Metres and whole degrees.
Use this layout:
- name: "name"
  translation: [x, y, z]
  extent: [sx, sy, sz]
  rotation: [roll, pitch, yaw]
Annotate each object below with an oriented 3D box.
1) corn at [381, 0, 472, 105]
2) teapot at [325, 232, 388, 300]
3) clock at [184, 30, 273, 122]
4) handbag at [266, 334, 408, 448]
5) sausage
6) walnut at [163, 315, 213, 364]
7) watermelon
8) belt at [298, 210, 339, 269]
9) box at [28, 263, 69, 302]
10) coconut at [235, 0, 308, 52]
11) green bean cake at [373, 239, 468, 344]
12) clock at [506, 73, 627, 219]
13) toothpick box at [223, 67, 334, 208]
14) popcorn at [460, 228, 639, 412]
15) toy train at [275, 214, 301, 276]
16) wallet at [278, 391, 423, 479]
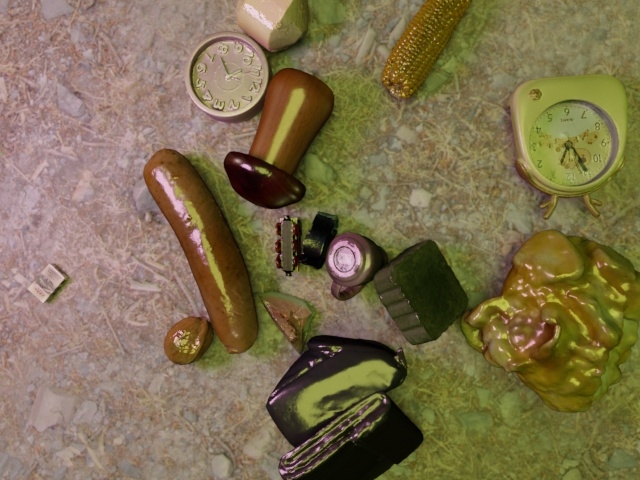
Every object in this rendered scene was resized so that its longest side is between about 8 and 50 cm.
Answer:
- name: "corn"
  translation: [0.233, -0.451, 1.192]
  extent: [0.101, 0.101, 0.310]
  rotation: [31, 94, 4]
- name: "teapot"
  translation: [0.089, 0.060, 1.178]
  extent: [0.116, 0.146, 0.148]
  rotation: [-1, 85, 33]
- name: "clock"
  translation: [-0.211, -0.377, 1.241]
  extent: [0.196, 0.068, 0.197]
  rotation: [0, 90, 4]
- name: "handbag"
  translation: [0.036, 0.272, 1.111]
  extent: [0.275, 0.302, 0.178]
  rotation: [-41, 80, 1]
- name: "sausage"
  translation: [-0.257, 0.017, 1.216]
  extent: [0.136, 0.123, 0.501]
  rotation: [-26, 89, 6]
- name: "walnut"
  translation: [-0.302, 0.229, 1.231]
  extent: [0.105, 0.105, 0.124]
  rotation: [37, 92, 4]
- name: "watermelon"
  translation: [-0.075, 0.172, 1.233]
  extent: [0.155, 0.080, 0.101]
  rotation: [40, 84, 19]
- name: "belt"
  translation: [0.000, 0.000, 1.202]
  extent: [0.058, 0.105, 0.140]
  rotation: [18, 66, 8]
- name: "box"
  translation: [-0.660, 0.103, 1.296]
  extent: [0.054, 0.024, 0.083]
  rotation: [41, 93, 2]
- name: "coconut"
  translation: [-0.099, -0.502, 1.199]
  extent: [0.152, 0.147, 0.147]
  rotation: [36, 92, 6]
- name: "green bean cake"
  translation: [0.214, 0.111, 1.152]
  extent: [0.094, 0.185, 0.183]
  rotation: [-28, 93, 43]
- name: "clock"
  translation: [0.536, -0.200, 1.170]
  extent: [0.235, 0.096, 0.308]
  rotation: [-2, 90, 3]
- name: "toothpick box"
  translation: [-0.087, -0.216, 1.176]
  extent: [0.192, 0.192, 0.294]
  rotation: [24, 87, 4]
- name: "popcorn"
  translation: [0.494, 0.154, 1.112]
  extent: [0.334, 0.293, 0.292]
  rotation: [-53, 43, 0]
- name: "toy train"
  translation: [-0.070, 0.011, 1.221]
  extent: [0.050, 0.087, 0.138]
  rotation: [-1, 93, 12]
- name: "wallet"
  translation: [0.082, 0.416, 1.060]
  extent: [0.228, 0.406, 0.062]
  rotation: [-34, 58, 1]
